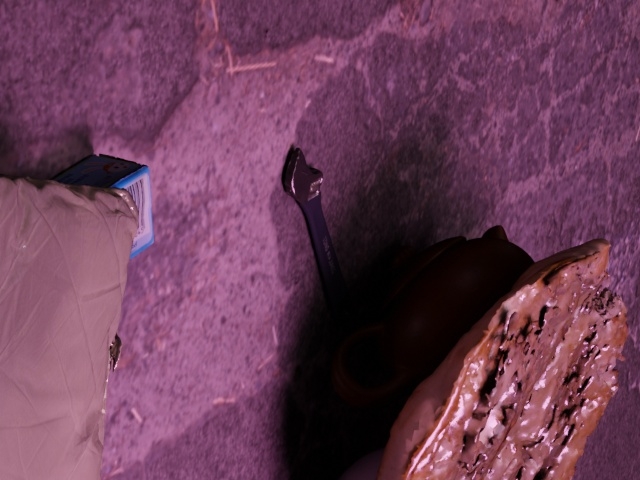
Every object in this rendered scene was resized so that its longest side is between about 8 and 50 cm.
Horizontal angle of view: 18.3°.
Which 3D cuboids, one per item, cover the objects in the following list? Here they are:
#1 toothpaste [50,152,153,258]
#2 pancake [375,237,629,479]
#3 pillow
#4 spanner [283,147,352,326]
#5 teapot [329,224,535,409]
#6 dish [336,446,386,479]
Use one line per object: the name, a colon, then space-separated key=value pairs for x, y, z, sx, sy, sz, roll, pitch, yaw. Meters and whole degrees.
toothpaste: x=-0.206 y=0.019 z=1.329 sx=0.266 sy=0.050 sz=0.065 roll=-38 pitch=135 yaw=-50
pancake: x=0.171 y=0.166 z=1.818 sx=0.382 sy=0.071 sz=0.382 roll=-43 pitch=150 yaw=-34
pillow: x=-0.208 y=0.096 z=1.226 sx=0.274 sy=0.076 sz=0.281 roll=8 pitch=88 yaw=-64
spanner: x=0.000 y=0.000 z=1.742 sx=0.046 sy=0.012 sz=0.208 roll=-55 pitch=145 yaw=-35
teapot: x=0.100 y=0.069 z=1.855 sx=0.252 sy=0.135 sz=0.178 roll=-34 pitch=161 yaw=-30
dish: x=0.037 y=0.288 z=1.845 sx=0.228 sy=0.086 sz=0.236 roll=-66 pitch=150 yaw=-19
